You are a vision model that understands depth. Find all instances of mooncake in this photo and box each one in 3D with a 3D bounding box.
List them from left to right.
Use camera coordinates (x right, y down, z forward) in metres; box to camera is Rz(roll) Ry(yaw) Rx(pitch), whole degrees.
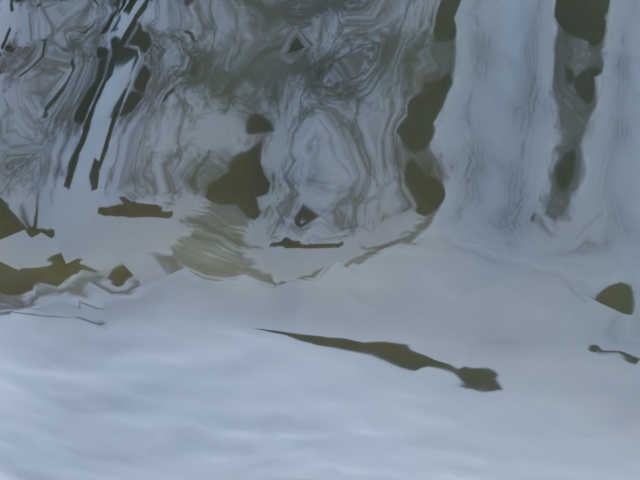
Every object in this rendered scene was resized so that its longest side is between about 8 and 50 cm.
[{"bbox_3d":[0.000,0.000,0.437,0.228,0.228,0.124,135,150,-63],"label":"mooncake"}]
